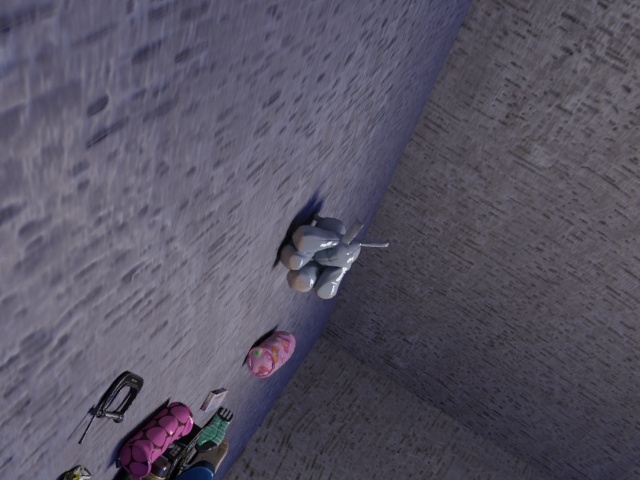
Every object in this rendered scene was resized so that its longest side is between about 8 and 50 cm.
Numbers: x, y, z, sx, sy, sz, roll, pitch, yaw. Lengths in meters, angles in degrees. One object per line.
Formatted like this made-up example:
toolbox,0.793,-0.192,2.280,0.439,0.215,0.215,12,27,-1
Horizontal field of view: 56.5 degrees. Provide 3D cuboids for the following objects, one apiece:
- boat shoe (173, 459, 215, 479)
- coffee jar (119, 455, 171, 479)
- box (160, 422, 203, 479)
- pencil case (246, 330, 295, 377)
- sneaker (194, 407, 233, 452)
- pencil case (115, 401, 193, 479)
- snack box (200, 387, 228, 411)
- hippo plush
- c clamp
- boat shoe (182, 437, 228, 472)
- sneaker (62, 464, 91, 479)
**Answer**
boat shoe,-0.375,0.681,1.659,0.258,0.109,0.089,-45,-175,25
coffee jar,-0.448,0.599,1.437,0.184,0.096,0.079,-57,173,-14
box,-0.421,0.604,1.652,0.180,0.078,0.147,-64,170,25
pencil case,-0.185,0.426,2.258,0.124,0.124,0.284,-62,172,11
sneaker,-0.390,0.705,2.145,0.098,0.083,0.224,-59,173,28
pencil case,-0.383,0.470,1.406,0.209,0.095,0.098,-34,118,-65
snack box,-0.350,0.528,1.975,0.064,0.022,0.178,-58,171,-6
hippo plush,0.000,0.000,1.800,0.294,0.234,0.236,-47,-155,15
c clamp,-0.385,0.308,1.111,0.137,0.022,0.160,-63,170,-12
boat shoe,-0.457,0.886,2.240,0.324,0.123,0.116,-48,167,-46
sneaker,-0.461,0.446,1.112,0.035,0.031,0.083,-46,166,-2
